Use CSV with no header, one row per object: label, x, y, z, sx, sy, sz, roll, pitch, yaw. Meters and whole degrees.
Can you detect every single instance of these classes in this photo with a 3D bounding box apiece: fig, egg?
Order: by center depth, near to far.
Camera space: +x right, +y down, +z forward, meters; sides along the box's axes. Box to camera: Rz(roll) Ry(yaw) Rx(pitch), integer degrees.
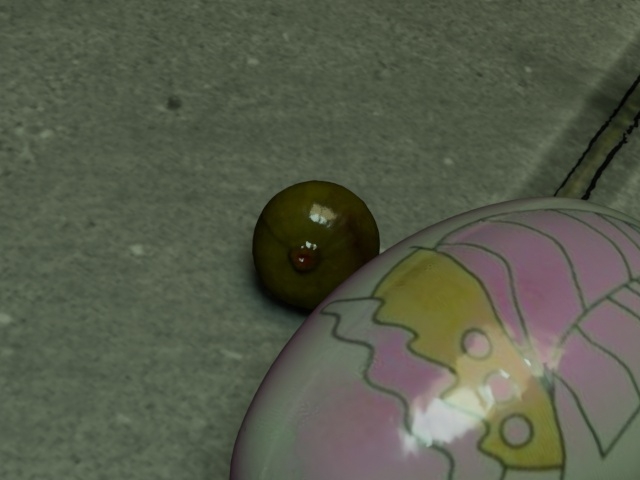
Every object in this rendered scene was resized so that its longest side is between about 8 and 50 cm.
egg,0.079,0.083,0.779,0.271,0.196,0.196,-11,52,-38
fig,0.000,0.000,0.924,0.074,0.074,0.088,28,17,7
